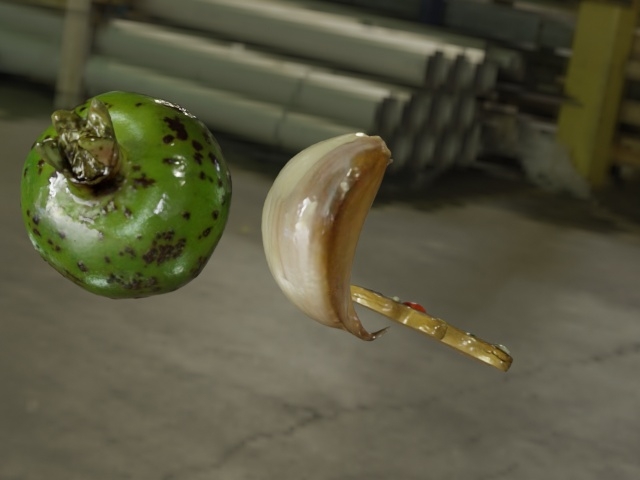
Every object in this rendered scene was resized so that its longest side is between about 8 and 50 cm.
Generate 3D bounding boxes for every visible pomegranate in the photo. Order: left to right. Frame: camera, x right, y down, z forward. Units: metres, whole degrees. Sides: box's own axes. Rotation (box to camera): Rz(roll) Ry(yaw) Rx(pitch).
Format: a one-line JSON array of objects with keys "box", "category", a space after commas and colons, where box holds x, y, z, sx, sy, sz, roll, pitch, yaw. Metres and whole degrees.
[{"box": [-0.197, -0.051, 1.705, 0.211, 0.211, 0.263, 13, -11, 17], "category": "pomegranate"}]

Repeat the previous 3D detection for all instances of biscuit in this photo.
[{"box": [0.140, 0.109, 2.296, 0.240, 0.035, 0.158, 26, -6, -17], "category": "biscuit"}]

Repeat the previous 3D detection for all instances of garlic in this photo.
[{"box": [-0.005, -0.002, 1.691, 0.115, 0.206, 0.128, 13, 17, 29], "category": "garlic"}]
